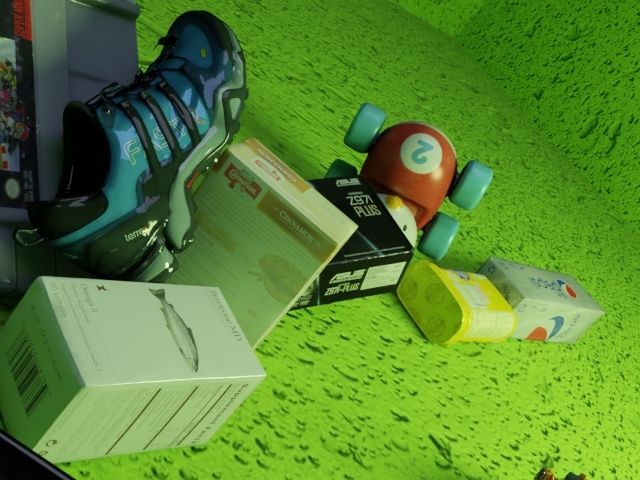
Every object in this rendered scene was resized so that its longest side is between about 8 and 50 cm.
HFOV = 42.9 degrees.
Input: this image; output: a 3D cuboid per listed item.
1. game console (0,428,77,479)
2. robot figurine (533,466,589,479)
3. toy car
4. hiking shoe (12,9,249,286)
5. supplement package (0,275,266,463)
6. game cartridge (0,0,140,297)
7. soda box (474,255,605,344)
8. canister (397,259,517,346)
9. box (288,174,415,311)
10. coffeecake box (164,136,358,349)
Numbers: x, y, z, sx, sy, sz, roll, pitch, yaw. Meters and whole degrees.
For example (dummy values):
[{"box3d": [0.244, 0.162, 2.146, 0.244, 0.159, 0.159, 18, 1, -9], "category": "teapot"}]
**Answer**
[{"box3d": [-0.155, 0.251, 0.332, 0.293, 0.173, 0.250, 36, 25, -6], "category": "game console"}, {"box3d": [0.332, 0.361, 0.855, 0.291, 0.085, 0.211, 43, -14, 17], "category": "robot figurine"}, {"box3d": [0.099, -0.042, 1.169, 0.219, 0.210, 0.238, 28, 37, 1], "category": "toy car"}, {"box3d": [-0.155, -0.106, 0.728, 0.132, 0.113, 0.303, 38, 52, -39], "category": "hiking shoe"}, {"box3d": [-0.155, 0.103, 0.660, 0.179, 0.105, 0.105, 7, 41, -49], "category": "supplement package"}, {"box3d": [-0.261, -0.124, 0.739, 0.230, 0.068, 0.354, 7, 74, -54], "category": "game cartridge"}, {"box3d": [0.362, 0.107, 1.381, 0.286, 0.091, 0.098, 11, 35, -46], "category": "soda box"}, {"box3d": [0.207, 0.097, 1.209, 0.170, 0.073, 0.126, 10, 38, -49], "category": "canister"}, {"box3d": [0.000, 0.000, 1.007, 0.180, 0.077, 0.147, -8, 48, -27], "category": "box"}, {"box3d": [-0.077, 0.013, 0.823, 0.142, 0.185, 0.068, 41, 25, 3], "category": "coffeecake box"}]
